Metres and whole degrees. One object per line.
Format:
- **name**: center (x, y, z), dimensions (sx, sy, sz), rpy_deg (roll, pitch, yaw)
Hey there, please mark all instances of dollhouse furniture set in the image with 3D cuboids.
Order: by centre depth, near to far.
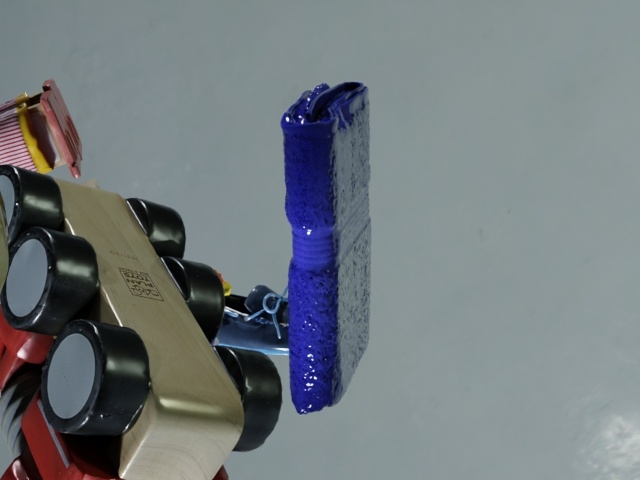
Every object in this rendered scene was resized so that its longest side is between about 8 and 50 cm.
- **dollhouse furniture set**: center (-0.393, -0.018, 1.741), dimensions (0.201, 0.152, 0.374), rpy_deg (-22, 111, -1)

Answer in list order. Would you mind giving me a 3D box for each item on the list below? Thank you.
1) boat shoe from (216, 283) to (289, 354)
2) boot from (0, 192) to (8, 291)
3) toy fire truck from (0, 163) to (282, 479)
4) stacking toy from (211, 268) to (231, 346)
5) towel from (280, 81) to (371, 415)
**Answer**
- **boat shoe**: center (-0.086, 0.102, 1.670), dimensions (0.258, 0.109, 0.089), rpy_deg (3, 97, 13)
- **boot**: center (-0.194, -0.112, 0.367), dimensions (0.089, 0.236, 0.269), rpy_deg (-38, 38, 12)
- **toy fire truck**: center (-0.175, 0.106, 0.712), dimensions (0.246, 0.158, 0.217), rpy_deg (-57, 45, 21)
- **stacking toy**: center (-0.173, 0.164, 1.526), dimensions (0.052, 0.167, 0.221), rpy_deg (20, 57, 2)
- **towel**: center (0.000, 0.000, 1.296), dimensions (0.076, 0.227, 0.308), rpy_deg (3, 107, 13)
